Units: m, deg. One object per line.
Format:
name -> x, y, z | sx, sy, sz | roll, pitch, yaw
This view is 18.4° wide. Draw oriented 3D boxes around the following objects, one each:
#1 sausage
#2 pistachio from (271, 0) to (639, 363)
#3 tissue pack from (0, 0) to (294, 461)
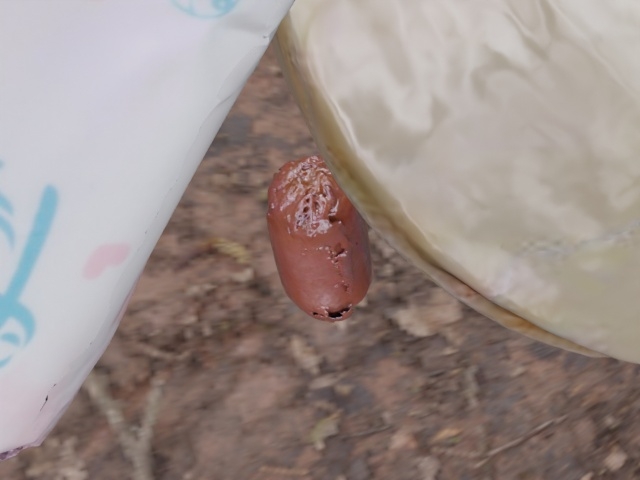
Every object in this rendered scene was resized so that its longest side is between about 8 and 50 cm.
sausage -> 0.000, 0.000, 1.398 | 0.076, 0.141, 0.076 | -6, 50, 7
pistachio -> 0.158, -0.121, 1.018 | 0.281, 0.445, 0.365 | -4, 72, 54
tissue pack -> -0.088, -0.103, 0.377 | 0.201, 0.124, 0.271 | 22, 118, -21
